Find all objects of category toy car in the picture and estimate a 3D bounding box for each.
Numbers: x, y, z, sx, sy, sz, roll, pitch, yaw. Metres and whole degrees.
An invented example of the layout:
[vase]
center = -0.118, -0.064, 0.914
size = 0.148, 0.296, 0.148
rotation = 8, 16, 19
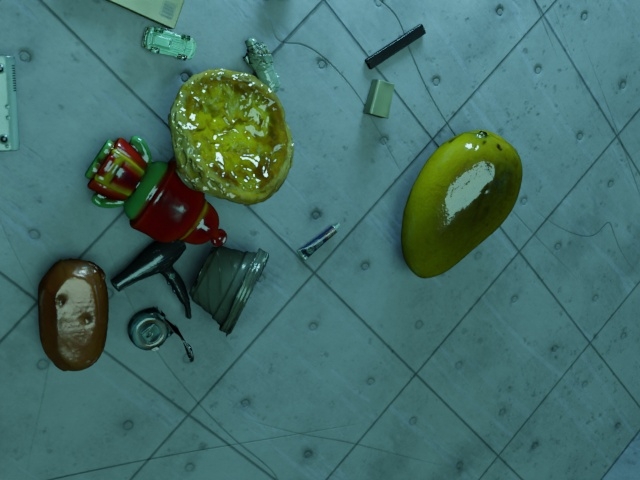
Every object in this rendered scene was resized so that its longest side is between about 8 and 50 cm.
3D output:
[toy car]
center = -0.343, -0.449, 1.710
size = 0.121, 0.035, 0.059
rotation = 6, 101, -36

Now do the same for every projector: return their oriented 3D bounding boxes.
[projector]
center = -0.747, -0.281, 1.513
size = 0.250, 0.108, 0.198
rotation = -3, 104, -25

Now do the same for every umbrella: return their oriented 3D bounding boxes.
[umbrella]
center = -0.141, -0.421, 1.808
size = 0.067, 0.062, 0.144
rotation = -20, 116, 13

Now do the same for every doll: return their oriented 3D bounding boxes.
[doll]
center = -0.360, -0.091, 1.726
size = 0.363, 0.160, 0.183
rotation = 35, 83, -30

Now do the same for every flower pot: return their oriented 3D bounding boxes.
[flower pot]
center = -0.232, 0.104, 1.830
size = 0.140, 0.235, 0.236
rotation = 26, 92, -8

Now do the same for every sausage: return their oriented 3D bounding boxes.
[sausage]
center = -0.562, 0.173, 1.708
size = 0.153, 0.141, 0.268
rotation = -2, 105, -26

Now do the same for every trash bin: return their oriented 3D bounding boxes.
[trash bin]
center = 0.156, -0.373, 1.974
size = 0.060, 0.043, 0.092
rotation = 10, 98, -28

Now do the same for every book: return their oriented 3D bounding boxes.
[book]
center = -0.404, -0.584, 1.648
size = 0.230, 0.026, 0.161
rotation = 19, 94, -29

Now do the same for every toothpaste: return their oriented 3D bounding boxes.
[toothpaste]
center = 0.000, 0.000, 2.010
size = 0.140, 0.021, 0.037
rotation = -39, 115, -9

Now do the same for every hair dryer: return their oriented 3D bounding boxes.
[hair dryer]
center = -0.377, 0.115, 1.815
size = 0.195, 0.075, 0.219
rotation = -38, 117, -22

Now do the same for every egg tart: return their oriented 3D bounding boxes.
[egg tart]
center = -0.217, -0.237, 1.744
size = 0.341, 0.129, 0.341
rotation = 8, 77, -37

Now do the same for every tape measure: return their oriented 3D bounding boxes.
[tape measure]
center = -0.388, 0.239, 1.801
size = 0.107, 0.180, 0.104
rotation = -40, 134, -13

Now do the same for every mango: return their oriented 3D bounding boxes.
[mango]
center = 0.377, -0.095, 2.069
size = 0.301, 0.220, 0.445
rotation = 24, 102, -35

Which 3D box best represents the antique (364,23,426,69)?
[antique]
center = 0.198, -0.510, 1.973
size = 0.192, 0.015, 0.031
rotation = -35, 117, -13
